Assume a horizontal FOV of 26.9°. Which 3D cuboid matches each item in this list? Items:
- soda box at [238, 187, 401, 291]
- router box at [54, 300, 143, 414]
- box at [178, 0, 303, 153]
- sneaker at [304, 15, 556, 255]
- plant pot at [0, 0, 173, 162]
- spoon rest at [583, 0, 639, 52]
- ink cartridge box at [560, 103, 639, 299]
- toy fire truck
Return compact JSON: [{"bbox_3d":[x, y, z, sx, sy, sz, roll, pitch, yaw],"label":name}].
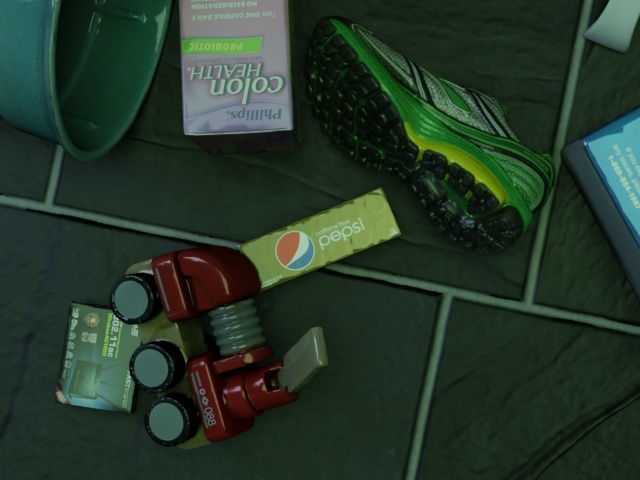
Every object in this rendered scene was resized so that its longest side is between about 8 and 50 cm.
[{"bbox_3d":[0.000,0.000,1.556,0.181,0.058,0.061,-22,88,1],"label":"soda box"},{"bbox_3d":[-0.255,0.137,1.569,0.092,0.038,0.122,8,88,1],"label":"router box"},{"bbox_3d":[-0.087,-0.227,1.488,0.117,0.213,0.243,-3,89,1],"label":"box"},{"bbox_3d":[0.120,-0.135,1.541,0.343,0.134,0.146,44,54,9],"label":"sneaker"},{"bbox_3d":[-0.371,-0.285,1.459,0.334,0.341,0.341,13,89,10],"label":"plant pot"},{"bbox_3d":[0.386,-0.357,1.543,0.137,0.084,0.276,21,90,2],"label":"spoon rest"},{"bbox_3d":[0.515,-0.077,1.488,0.395,0.166,0.285,-29,88,0],"label":"ink cartridge box"},{"bbox_3d":[-0.091,0.103,1.469,0.246,0.158,0.217,-17,88,21],"label":"toy fire truck"}]
